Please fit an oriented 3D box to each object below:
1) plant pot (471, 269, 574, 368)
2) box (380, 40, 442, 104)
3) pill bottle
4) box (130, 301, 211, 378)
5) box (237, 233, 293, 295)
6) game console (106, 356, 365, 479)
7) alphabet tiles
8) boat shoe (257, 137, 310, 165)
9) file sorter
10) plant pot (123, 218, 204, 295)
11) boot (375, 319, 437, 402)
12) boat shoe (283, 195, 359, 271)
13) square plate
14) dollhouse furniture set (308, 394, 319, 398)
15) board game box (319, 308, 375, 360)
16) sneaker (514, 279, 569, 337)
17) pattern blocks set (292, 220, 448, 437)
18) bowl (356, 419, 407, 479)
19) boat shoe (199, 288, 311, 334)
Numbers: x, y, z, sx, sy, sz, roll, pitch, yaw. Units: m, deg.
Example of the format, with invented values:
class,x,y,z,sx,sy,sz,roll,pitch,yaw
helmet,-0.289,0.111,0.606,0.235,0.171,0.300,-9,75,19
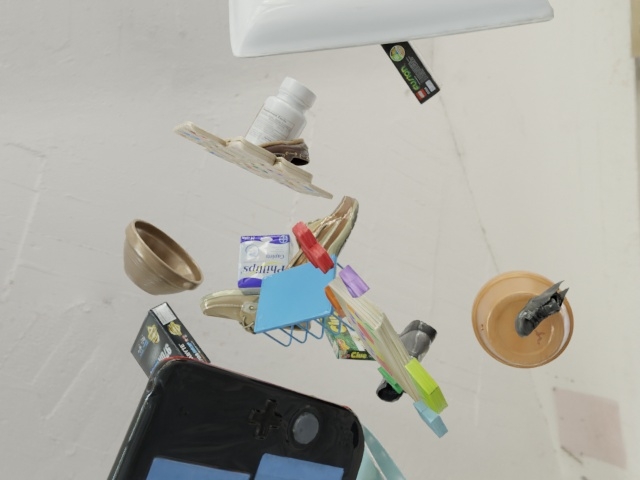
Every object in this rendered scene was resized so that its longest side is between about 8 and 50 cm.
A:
class,x,y,z,sx,sy,sz,roll,pitch,yaw
plant pot,0.578,0.234,1.452,0.203,0.290,0.291,3,-89,-71
box,0.112,-0.306,0.768,0.207,0.036,0.114,53,-157,-7
pill bottle,-0.112,-0.325,1.401,0.131,0.131,0.229,28,-85,-37
box,-0.353,0.267,1.170,0.051,0.220,0.175,-28,-106,-44
box,-0.134,0.061,1.254,0.072,0.126,0.137,79,-170,-68
game console,-0.114,0.364,0.611,0.341,0.060,0.387,30,-106,-38
alphabet tiles,-0.118,-0.141,0.894,0.277,0.284,0.021,24,-91,-24
boat shoe,-0.097,-0.213,1.279,0.206,0.073,0.073,-20,-87,-48
file sorter,-0.021,0.122,0.953,0.104,0.170,0.118,43,-140,-40
plant pot,-0.424,0.063,1.303,0.110,0.237,0.237,-45,-57,2
boot,0.223,0.395,1.550,0.118,0.338,0.223,29,-125,8
boat shoe,0.000,0.000,1.228,0.119,0.123,0.324,26,-131,2
square plate,0.052,-0.351,0.606,0.343,0.348,0.049,-9,-37,-5
dollhouse furniture set,-0.065,0.508,1.120,0.151,0.197,0.302,37,-119,-17
board game box,0.071,0.211,1.250,0.136,0.260,0.031,4,-69,-17
sneaker,0.553,0.170,1.260,0.051,0.089,0.170,50,-127,-3
pattern blocks set,0.081,0.136,0.722,0.026,0.285,0.325,-36,-48,-10
bowl,0.092,0.490,0.871,0.163,0.311,0.312,-37,-62,-3
boat shoe,-0.171,0.195,1.348,0.301,0.109,0.098,4,-119,-11
